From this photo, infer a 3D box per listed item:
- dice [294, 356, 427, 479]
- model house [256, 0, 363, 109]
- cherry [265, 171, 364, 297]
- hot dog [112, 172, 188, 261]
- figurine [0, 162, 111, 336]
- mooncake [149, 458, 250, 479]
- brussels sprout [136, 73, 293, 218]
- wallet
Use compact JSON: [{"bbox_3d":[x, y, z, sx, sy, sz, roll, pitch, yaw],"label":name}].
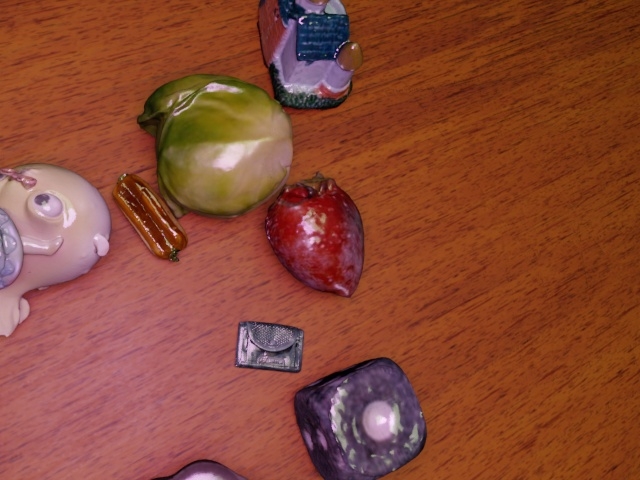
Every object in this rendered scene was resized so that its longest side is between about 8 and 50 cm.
[{"bbox_3d":[0.067,0.322,1.086,0.182,0.183,0.182,-17,81,-24],"label":"dice"},{"bbox_3d":[-0.005,-0.426,1.195,0.184,0.291,0.253,-6,79,-16],"label":"model house"},{"bbox_3d":[0.000,0.000,1.146,0.175,0.192,0.250,-27,98,13],"label":"cherry"},{"bbox_3d":[-0.309,-0.041,1.107,0.072,0.055,0.188,-35,94,-3],"label":"hot dog"},{"bbox_3d":[-0.495,0.034,0.894,0.226,0.394,0.275,17,111,21],"label":"figurine"},{"bbox_3d":[-0.205,0.503,0.956,0.305,0.154,0.306,5,75,-20],"label":"mooncake"},{"bbox_3d":[-0.189,-0.169,1.102,0.294,0.227,0.260,2,82,6],"label":"brussels sprout"},{"bbox_3d":[-0.094,0.200,1.141,0.129,0.026,0.088,9,74,-18],"label":"wallet"}]
